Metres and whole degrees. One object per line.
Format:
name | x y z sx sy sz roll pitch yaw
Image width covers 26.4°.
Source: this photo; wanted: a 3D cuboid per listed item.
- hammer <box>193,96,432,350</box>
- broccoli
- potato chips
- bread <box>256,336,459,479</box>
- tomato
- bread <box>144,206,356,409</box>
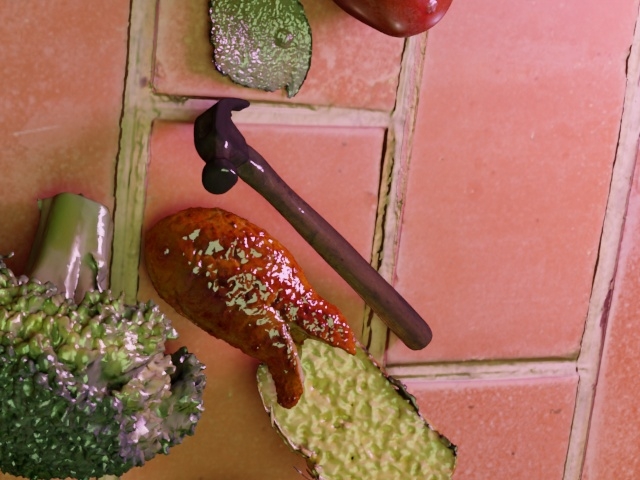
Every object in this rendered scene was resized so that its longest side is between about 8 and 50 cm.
hammer | 0.000 0.000 1.587 0.044 0.168 0.440 -30 128 19
broccoli | -0.245 0.119 1.430 0.375 0.249 0.301 26 88 -44
potato chips | -0.077 -0.246 1.529 0.142 0.026 0.209 -50 120 -5
bread | 0.040 0.223 1.653 0.260 0.147 0.160 44 89 5
tomato | 0.079 -0.302 1.511 0.167 0.167 0.167 -7 109 -21
bread | -0.082 0.065 1.550 0.269 0.095 0.139 44 97 -1
